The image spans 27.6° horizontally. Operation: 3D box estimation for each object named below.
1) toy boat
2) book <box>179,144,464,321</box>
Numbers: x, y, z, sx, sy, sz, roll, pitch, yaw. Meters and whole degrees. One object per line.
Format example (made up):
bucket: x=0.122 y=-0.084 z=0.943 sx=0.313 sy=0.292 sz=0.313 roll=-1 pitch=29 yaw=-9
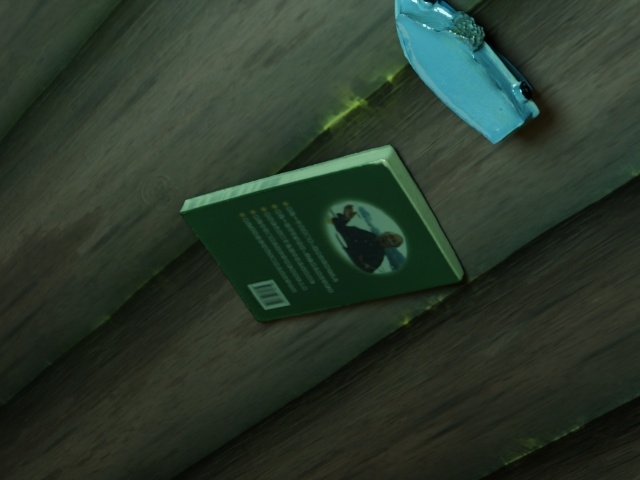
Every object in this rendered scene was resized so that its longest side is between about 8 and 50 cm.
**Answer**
toy boat: x=0.183 y=-0.237 z=1.678 sx=0.238 sy=0.098 sz=0.109 roll=44 pitch=130 yaw=-11
book: x=0.000 y=0.000 z=1.980 sx=0.371 sy=0.043 sz=0.260 roll=-13 pitch=127 yaw=29
